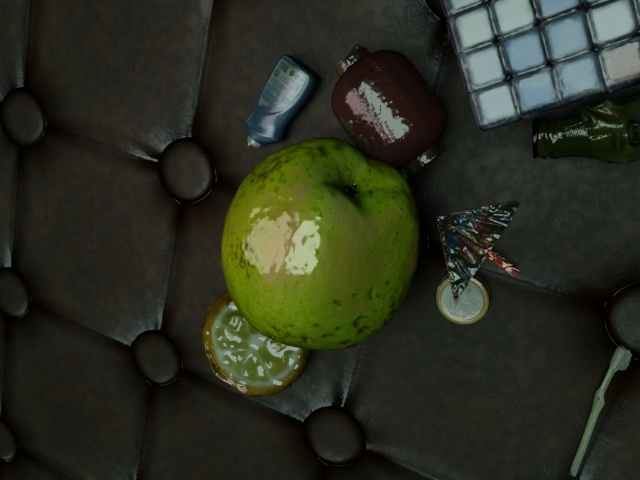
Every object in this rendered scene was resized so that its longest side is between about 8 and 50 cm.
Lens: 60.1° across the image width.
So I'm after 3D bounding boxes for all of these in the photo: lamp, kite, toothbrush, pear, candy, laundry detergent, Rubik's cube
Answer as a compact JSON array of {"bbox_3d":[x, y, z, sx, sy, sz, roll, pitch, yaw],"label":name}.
[{"bbox_3d":[0.121,-0.238,1.017,0.180,0.180,0.258,-39,86,23],"label":"lamp"},{"bbox_3d":[0.296,0.012,1.065,0.189,0.009,0.232,37,100,23],"label":"kite"},{"bbox_3d":[0.527,0.330,1.059,0.028,0.026,0.294,16,107,1],"label":"toothbrush"},{"bbox_3d":[0.000,0.000,0.996,0.392,0.391,0.390,4,103,20],"label":"pear"},{"bbox_3d":[-0.141,0.222,1.240,0.260,0.118,0.259,4,104,17],"label":"candy"},{"bbox_3d":[-0.091,-0.273,1.142,0.097,0.061,0.206,39,112,7],"label":"laundry detergent"},{"bbox_3d":[0.353,-0.344,0.837,0.293,0.292,0.286,-15,96,26],"label":"Rubik's cube"}]

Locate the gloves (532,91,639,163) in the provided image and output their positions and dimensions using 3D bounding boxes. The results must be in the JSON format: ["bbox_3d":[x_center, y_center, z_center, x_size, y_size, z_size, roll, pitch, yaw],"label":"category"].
[{"bbox_3d":[0.487,-0.181,0.913,0.268,0.107,0.135,-12,138,9],"label":"gloves"}]

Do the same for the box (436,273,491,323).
[{"bbox_3d":[0.283,0.113,1.098,0.106,0.037,0.105,4,102,20],"label":"box"}]
